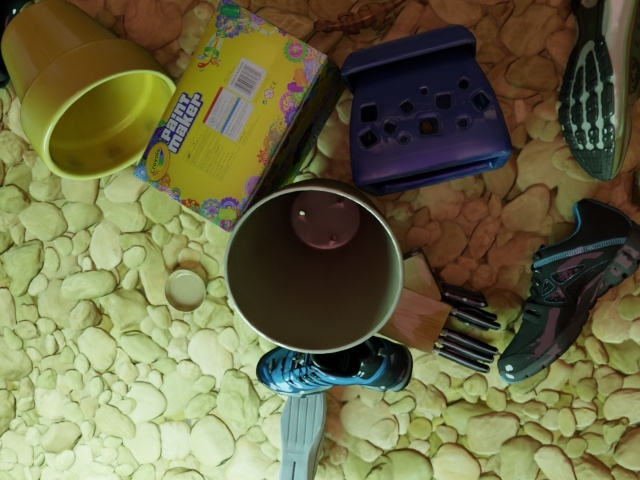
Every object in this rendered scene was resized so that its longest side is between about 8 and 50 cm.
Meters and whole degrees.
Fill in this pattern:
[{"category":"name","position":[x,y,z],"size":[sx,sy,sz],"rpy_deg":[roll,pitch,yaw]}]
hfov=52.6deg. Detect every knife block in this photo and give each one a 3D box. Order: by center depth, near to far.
[{"category":"knife block","position":[0.164,0.147,1.138],"size":[0.276,0.088,0.242],"rpy_deg":[-23,92,11]}]

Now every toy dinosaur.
[{"category":"toy dinosaur","position":[0.096,-0.376,1.073],"size":[0.212,0.112,0.064],"rpy_deg":[-23,92,11]}]

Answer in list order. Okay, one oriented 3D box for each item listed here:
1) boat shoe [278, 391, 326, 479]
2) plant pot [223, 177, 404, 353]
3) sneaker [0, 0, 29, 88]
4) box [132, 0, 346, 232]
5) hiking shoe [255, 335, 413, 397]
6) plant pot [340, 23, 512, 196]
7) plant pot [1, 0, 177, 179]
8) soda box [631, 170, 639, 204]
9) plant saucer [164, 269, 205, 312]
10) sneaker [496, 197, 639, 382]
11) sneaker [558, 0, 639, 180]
[{"category":"boat shoe","position":[-0.035,0.370,1.207],"size":[0.083,0.076,0.226],"rpy_deg":[11,83,16]},{"category":"plant pot","position":[0.000,0.000,1.041],"size":[0.257,0.274,0.256],"rpy_deg":[2,110,4]},{"category":"sneaker","position":[-0.688,-0.320,1.174],"size":[0.202,0.185,0.482],"rpy_deg":[36,102,8]},{"category":"box","position":[-0.110,-0.189,1.045],"size":[0.177,0.279,0.289],"rpy_deg":[31,100,5]},{"category":"hiking shoe","position":[0.002,0.200,1.117],"size":[0.304,0.132,0.113],"rpy_deg":[-12,58,29]},{"category":"plant pot","position":[0.160,-0.200,1.031],"size":[0.236,0.236,0.212],"rpy_deg":[-13,88,11]},{"category":"plant pot","position":[-0.415,-0.274,1.115],"size":[0.254,0.254,0.239],"rpy_deg":[-43,74,12]},{"category":"soda box","position":[0.609,-0.083,1.050],"size":[0.182,0.061,0.058],"rpy_deg":[1,96,9]},{"category":"plant saucer","position":[-0.257,0.096,1.238],"size":[0.084,0.015,0.083],"rpy_deg":[1,97,10]},{"category":"sneaker","position":[0.394,0.086,1.088],"size":[0.140,0.125,0.340],"rpy_deg":[38,92,10]},{"category":"sneaker","position":[0.498,-0.296,1.013],"size":[0.182,0.158,0.410],"rpy_deg":[0,102,-8]}]
